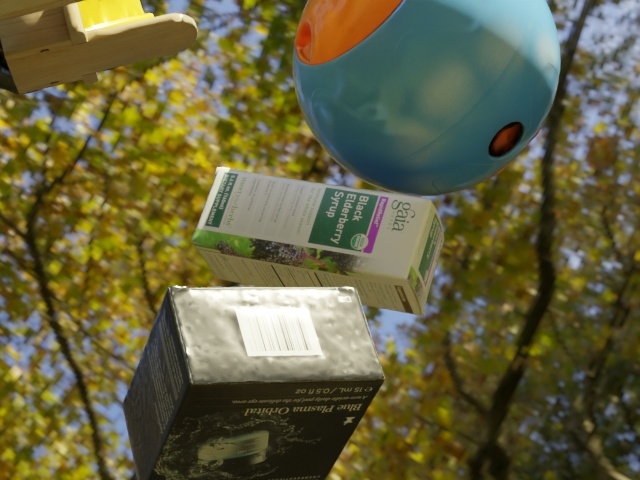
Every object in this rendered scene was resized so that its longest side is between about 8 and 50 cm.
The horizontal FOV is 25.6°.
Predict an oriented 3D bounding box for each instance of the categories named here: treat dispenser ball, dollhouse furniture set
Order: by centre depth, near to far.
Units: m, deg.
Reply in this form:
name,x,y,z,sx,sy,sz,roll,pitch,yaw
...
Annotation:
name,x,y,z,sx,sy,sz,roll,pitch,yaw
dollhouse furniture set,-0.203,-0.345,1.056,0.174,0.355,0.303,-14,-24,-7
treat dispenser ball,0.113,-0.192,1.520,0.288,0.288,0.288,-21,-57,-36

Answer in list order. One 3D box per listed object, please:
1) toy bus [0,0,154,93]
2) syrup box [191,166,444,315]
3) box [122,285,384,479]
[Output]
name,x,y,z,sx,sy,sz,roll,pitch,yaw
toy bus,-0.277,-0.236,1.236,0.149,0.220,0.211,-31,-69,-54
syrup box,0.000,0.000,1.445,0.096,0.237,0.093,62,-138,-59
box,-0.055,0.118,1.085,0.156,0.093,0.158,1,-40,-24
